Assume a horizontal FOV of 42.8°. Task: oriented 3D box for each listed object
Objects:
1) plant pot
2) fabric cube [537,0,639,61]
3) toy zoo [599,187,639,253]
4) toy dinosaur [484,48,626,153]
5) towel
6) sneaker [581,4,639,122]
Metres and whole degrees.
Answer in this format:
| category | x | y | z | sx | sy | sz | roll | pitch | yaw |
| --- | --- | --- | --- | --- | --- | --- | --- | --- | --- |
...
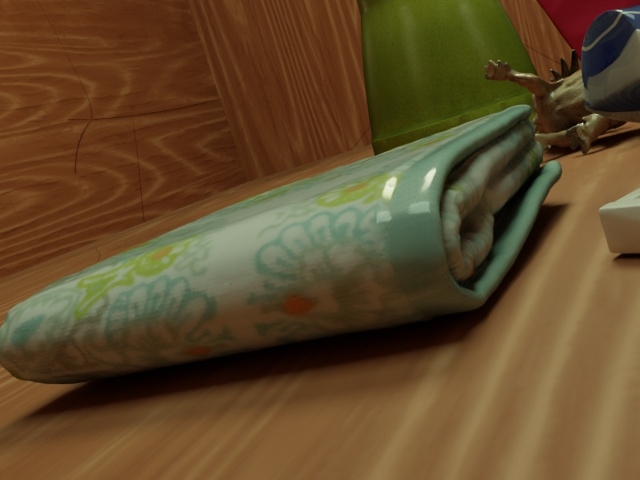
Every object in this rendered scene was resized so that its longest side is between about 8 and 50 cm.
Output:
| category | x | y | z | sx | sy | sz | roll | pitch | yaw |
| --- | --- | --- | --- | --- | --- | --- | --- | --- | --- |
| plant pot | 0.230 | -0.345 | 1.571 | 0.367 | 0.352 | 0.366 | -18 | 8 | 3 |
| fabric cube | 0.554 | -0.412 | 1.414 | 0.259 | 0.258 | 0.254 | -36 | -1 | 28 |
| toy zoo | 0.292 | -0.044 | 0.445 | 0.293 | 0.030 | 0.192 | -23 | 9 | -36 |
| toy dinosaur | 0.348 | -0.183 | 1.022 | 0.200 | 0.127 | 0.296 | -15 | 10 | -34 |
| towel | 0.000 | 0.000 | 0.622 | 0.321 | 0.090 | 0.374 | -18 | 7 | 27 |
| sneaker | 0.337 | -0.188 | 0.594 | 0.316 | 0.182 | 0.127 | -6 | -3 | -10 |
